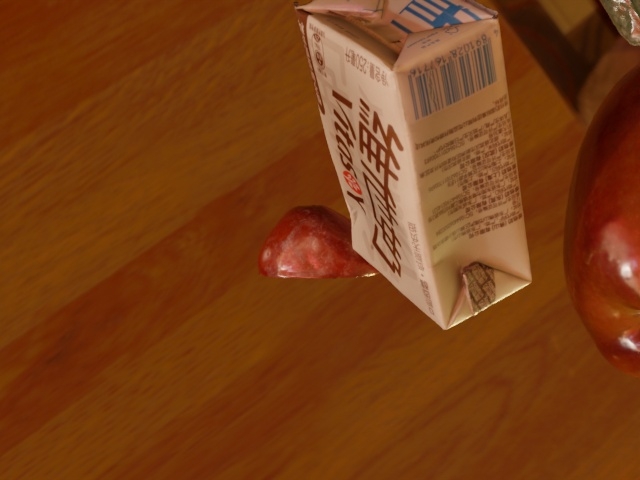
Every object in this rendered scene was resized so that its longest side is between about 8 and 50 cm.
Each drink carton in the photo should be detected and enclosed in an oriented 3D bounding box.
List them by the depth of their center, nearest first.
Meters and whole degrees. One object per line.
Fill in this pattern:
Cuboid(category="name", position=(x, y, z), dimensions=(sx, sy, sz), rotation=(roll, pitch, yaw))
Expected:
Cuboid(category="drink carton", position=(0.097, -0.097, 1.362), dimensions=(0.132, 0.194, 0.324), rotation=(-27, 127, -16))

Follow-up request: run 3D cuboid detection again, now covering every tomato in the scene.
Cuboid(category="tomato", position=(0.000, 0.000, 1.671), dimensions=(0.159, 0.139, 0.091), rotation=(3, 97, 12))

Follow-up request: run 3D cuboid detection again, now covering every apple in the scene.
Cuboid(category="apple", position=(0.417, -0.024, 1.493), dimensions=(0.329, 0.295, 0.365), rotation=(38, 54, -5))

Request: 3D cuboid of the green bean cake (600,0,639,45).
Cuboid(category="green bean cake", position=(0.361, -0.256, 1.210), dimensions=(0.173, 0.181, 0.094), rotation=(-34, 100, -32))
